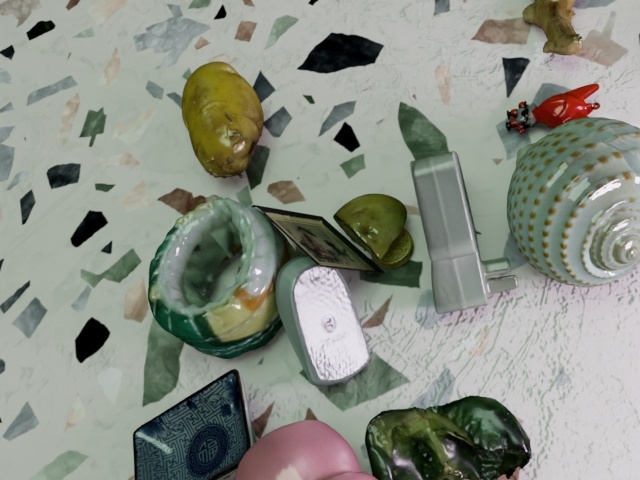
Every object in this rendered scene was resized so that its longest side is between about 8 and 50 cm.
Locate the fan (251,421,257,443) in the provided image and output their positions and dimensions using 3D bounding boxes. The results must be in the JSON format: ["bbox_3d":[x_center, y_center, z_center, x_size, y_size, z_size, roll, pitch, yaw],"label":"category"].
[{"bbox_3d":[-0.092,0.410,1.238,0.057,0.023,0.282,-33,57,1],"label":"fan"}]

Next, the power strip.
[{"bbox_3d":[0.237,-0.019,1.242,0.141,0.229,0.261,-12,93,12],"label":"power strip"}]

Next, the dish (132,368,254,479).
[{"bbox_3d":[-0.199,0.354,1.251,0.243,0.080,0.182,-33,44,15],"label":"dish"}]

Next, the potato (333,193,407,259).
[{"bbox_3d":[0.100,-0.047,1.347,0.120,0.081,0.149,-41,23,-4],"label":"potato"}]

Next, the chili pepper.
[{"bbox_3d":[0.197,0.308,1.127,0.264,0.116,0.148,-24,77,31],"label":"chili pepper"}]

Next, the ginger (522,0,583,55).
[{"bbox_3d":[0.466,-0.486,1.486,0.147,0.081,0.334,-11,59,19],"label":"ginger"}]

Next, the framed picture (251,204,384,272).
[{"bbox_3d":[0.000,0.000,1.336,0.195,0.199,0.010,43,111,34],"label":"framed picture"}]

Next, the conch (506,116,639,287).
[{"bbox_3d":[0.442,-0.091,1.213,0.302,0.215,0.319,-20,58,-4],"label":"conch"}]

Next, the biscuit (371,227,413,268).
[{"bbox_3d":[0.131,0.011,1.372,0.084,0.023,0.084,-8,60,15],"label":"biscuit"}]

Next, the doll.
[{"bbox_3d":[0.429,-0.238,1.378,0.169,0.057,0.109,-2,53,23],"label":"doll"}]

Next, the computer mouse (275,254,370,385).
[{"bbox_3d":[-0.001,0.136,1.285,0.127,0.079,0.231,-15,87,-24],"label":"computer mouse"}]

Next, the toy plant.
[{"bbox_3d":[0.018,0.453,1.068,0.210,0.317,0.356,-16,43,-31],"label":"toy plant"}]

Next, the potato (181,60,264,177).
[{"bbox_3d":[-0.206,-0.255,1.569,0.173,0.140,0.300,-30,51,11],"label":"potato"}]

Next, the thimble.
[{"bbox_3d":[-0.176,0.063,1.363,0.254,0.167,0.288,-10,58,20],"label":"thimble"}]
